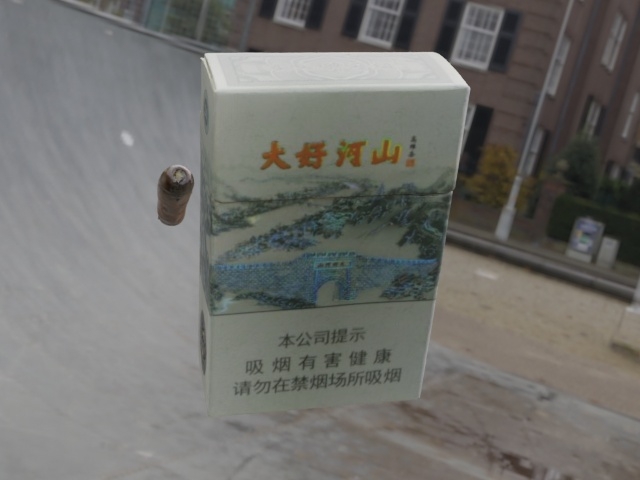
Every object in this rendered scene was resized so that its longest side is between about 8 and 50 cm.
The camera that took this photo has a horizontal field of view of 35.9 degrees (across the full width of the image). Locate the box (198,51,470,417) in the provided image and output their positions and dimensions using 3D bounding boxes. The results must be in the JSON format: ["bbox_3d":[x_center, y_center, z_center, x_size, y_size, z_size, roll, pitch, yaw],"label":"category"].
[{"bbox_3d":[0.000,0.000,0.688,0.164,0.256,0.069,-3,32,-13],"label":"box"}]

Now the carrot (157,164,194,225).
[{"bbox_3d":[-0.255,-0.075,1.698,0.060,0.060,0.186,15,-26,-8],"label":"carrot"}]
